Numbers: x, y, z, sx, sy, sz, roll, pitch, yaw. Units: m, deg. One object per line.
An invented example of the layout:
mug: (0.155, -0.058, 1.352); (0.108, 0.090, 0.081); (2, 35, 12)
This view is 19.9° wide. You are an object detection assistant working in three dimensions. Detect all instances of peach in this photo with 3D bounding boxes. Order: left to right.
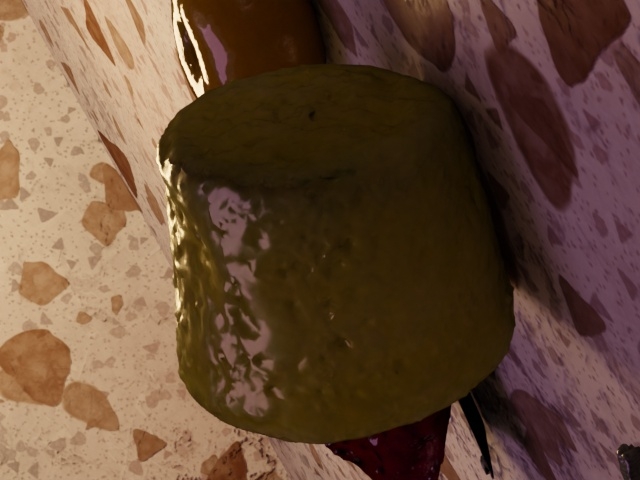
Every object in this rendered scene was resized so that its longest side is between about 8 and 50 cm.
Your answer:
peach: (-0.088, -0.239, 2.044); (0.251, 0.153, 0.251); (168, 90, -75)

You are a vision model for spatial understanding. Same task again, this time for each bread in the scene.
bread: (0.000, 0.000, 1.779); (0.348, 0.348, 0.307); (40, 151, 58)

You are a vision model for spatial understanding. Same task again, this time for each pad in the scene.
pad: (0.143, 0.136, 2.115); (0.159, 0.009, 0.265); (-87, -27, -71)

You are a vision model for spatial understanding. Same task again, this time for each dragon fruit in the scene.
dragon fruit: (0.043, 0.175, 2.220); (0.302, 0.240, 0.330); (-81, -28, -65)

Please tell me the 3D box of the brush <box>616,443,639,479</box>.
brush: (0.341, 0.328, 1.760); (0.051, 0.070, 0.323); (32, 145, 63)
